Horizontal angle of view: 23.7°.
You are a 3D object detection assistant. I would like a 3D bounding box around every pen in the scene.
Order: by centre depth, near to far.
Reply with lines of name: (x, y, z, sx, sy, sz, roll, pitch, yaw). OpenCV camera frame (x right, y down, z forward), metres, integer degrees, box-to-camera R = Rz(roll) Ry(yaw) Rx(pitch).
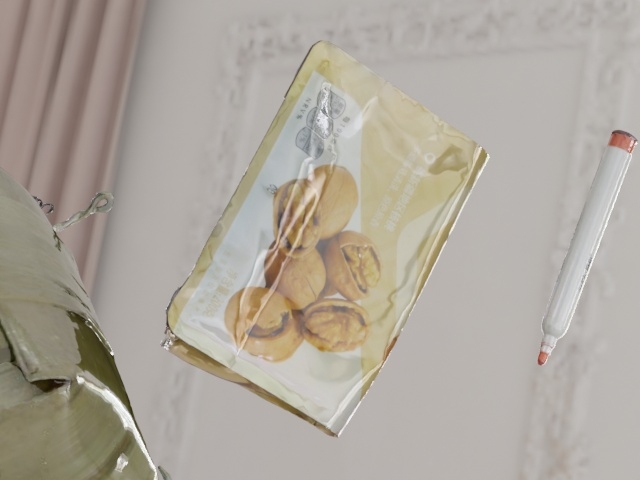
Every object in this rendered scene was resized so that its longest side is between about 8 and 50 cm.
pen: (0.226, 0.007, 1.311, 0.026, 0.218, 0.026, 21, -13, 5)

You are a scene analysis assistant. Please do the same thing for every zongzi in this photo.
zongzi: (-0.319, 0.097, 1.010, 0.181, 0.418, 0.447, 59, -2, -32)

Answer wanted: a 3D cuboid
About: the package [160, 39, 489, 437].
package: (-0.017, -0.003, 1.453, 0.221, 0.311, 0.165, 32, -12, -21)
